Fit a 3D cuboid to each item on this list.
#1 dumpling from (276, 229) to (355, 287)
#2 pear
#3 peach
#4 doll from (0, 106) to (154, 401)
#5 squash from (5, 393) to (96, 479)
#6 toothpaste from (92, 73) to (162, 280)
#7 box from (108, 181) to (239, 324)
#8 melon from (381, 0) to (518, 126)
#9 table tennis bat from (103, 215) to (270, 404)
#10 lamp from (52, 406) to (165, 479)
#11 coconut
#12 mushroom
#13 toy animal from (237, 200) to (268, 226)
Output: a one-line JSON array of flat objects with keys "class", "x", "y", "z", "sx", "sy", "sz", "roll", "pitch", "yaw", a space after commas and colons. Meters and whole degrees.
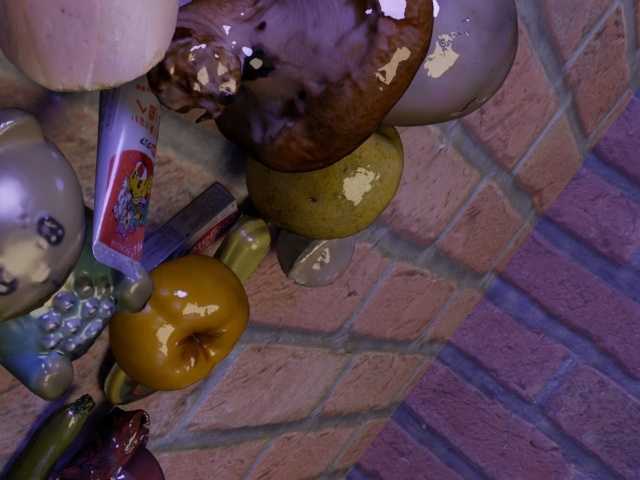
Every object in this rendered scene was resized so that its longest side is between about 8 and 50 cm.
[{"class": "dumpling", "x": 0.000, "y": 0.000, "z": 1.401, "sx": 0.136, "sy": 0.118, "sz": 0.199, "roll": -55, "pitch": 180, "yaw": 15}, {"class": "pear", "x": 0.002, "y": -0.088, "z": 1.141, "sx": 0.197, "sy": 0.197, "sz": 0.197, "roll": -42, "pitch": 157, "yaw": -23}, {"class": "peach", "x": -0.168, "y": 0.097, "z": 1.085, "sx": 0.179, "sy": 0.103, "sz": 0.179, "roll": -31, "pitch": 144, "yaw": -26}, {"class": "doll", "x": -0.268, "y": 0.010, "z": 0.789, "sx": 0.177, "sy": 0.161, "sz": 0.260, "roll": -47, "pitch": 158, "yaw": -15}, {"class": "squash", "x": -0.356, "y": 0.272, "z": 1.187, "sx": 0.183, "sy": 0.052, "sz": 0.052, "roll": -55, "pitch": 159, "yaw": 9}, {"class": "toothpaste", "x": -0.171, "y": -0.086, "z": 0.804, "sx": 0.089, "sy": 0.057, "sz": 0.234, "roll": 47, "pitch": 45, "yaw": -70}, {"class": "box", "x": -0.191, "y": 0.017, "z": 1.128, "sx": 0.218, "sy": 0.039, "sz": 0.055, "roll": -42, "pitch": 156, "yaw": -23}, {"class": "melon", "x": 0.114, "y": -0.244, "z": 1.074, "sx": 0.317, "sy": 0.223, "sz": 0.223, "roll": -21, "pitch": 144, "yaw": -60}, {"class": "table tennis bat", "x": -0.170, "y": 0.106, "z": 1.251, "sx": 0.224, "sy": 0.054, "sz": 0.368, "roll": -18, "pitch": 150, "yaw": -53}, {"class": "lamp", "x": -0.308, "y": 0.351, "z": 1.289, "sx": 0.215, "sy": 0.151, "sz": 0.223, "roll": -68, "pitch": 147, "yaw": -55}, {"class": "coconut", "x": -0.174, "y": -0.202, "z": 0.668, "sx": 0.147, "sy": 0.147, "sz": 0.152, "roll": -36, "pitch": 155, "yaw": -35}, {"class": "mushroom", "x": -0.026, "y": -0.201, "z": 0.843, "sx": 0.267, "sy": 0.267, "sz": 0.254, "roll": -51, "pitch": 149, "yaw": -1}, {"class": "toy animal", "x": -0.092, "y": -0.030, "z": 1.247, "sx": 0.135, "sy": 0.047, "sz": 0.065, "roll": -59, "pitch": 167, "yaw": 2}]
